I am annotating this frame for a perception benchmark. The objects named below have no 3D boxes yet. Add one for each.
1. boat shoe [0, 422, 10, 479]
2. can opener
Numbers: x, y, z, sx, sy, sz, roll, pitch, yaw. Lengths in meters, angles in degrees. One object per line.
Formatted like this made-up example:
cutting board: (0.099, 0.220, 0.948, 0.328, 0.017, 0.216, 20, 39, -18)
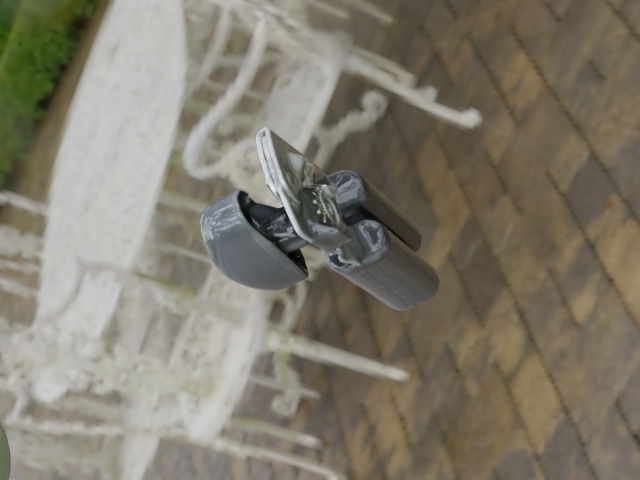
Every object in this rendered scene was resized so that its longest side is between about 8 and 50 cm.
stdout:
boat shoe: (-0.249, 0.091, 0.767, 0.081, 0.227, 0.079, 9, 72, 31)
can opener: (0.000, 0.000, 1.019, 0.095, 0.283, 0.076, -26, 70, 11)
